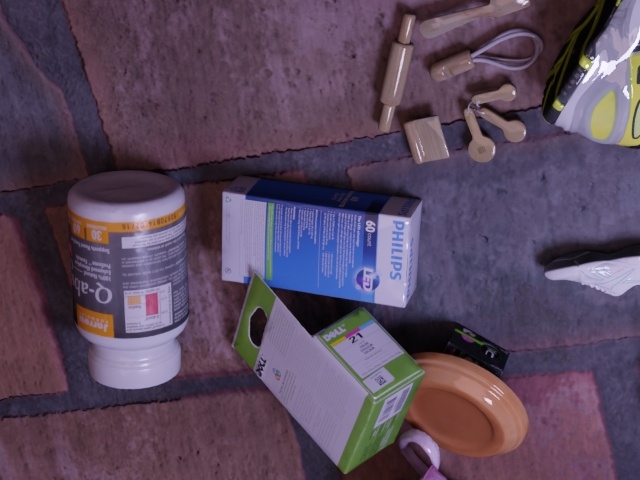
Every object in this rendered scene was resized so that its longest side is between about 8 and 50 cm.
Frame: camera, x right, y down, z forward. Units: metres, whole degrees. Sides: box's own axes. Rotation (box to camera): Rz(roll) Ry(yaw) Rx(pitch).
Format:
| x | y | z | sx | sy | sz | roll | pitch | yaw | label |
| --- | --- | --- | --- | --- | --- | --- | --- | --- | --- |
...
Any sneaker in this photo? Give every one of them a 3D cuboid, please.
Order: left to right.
| x | y | z | sx | sy | sz | roll | pitch | yaw | label |
| --- | --- | --- | --- | --- | --- | --- | --- | --- | --- |
| 0.366 | 0.045 | 1.860 | 0.152 | 0.053 | 0.061 | -5 | 112 | 18 | sneaker |
| 0.412 | -0.277 | 1.688 | 0.147 | 0.145 | 0.384 | 25 | 124 | -9 | sneaker |

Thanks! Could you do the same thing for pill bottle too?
| x | y | z | sx | sy | sz | roll | pitch | yaw | label |
| --- | --- | --- | --- | --- | --- | --- | --- | --- | --- |
| -0.264 | 0.054 | 1.997 | 0.162 | 0.162 | 0.278 | 6 | 112 | 15 | pill bottle |

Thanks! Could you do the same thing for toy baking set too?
| x | y | z | sx | sy | sz | roll | pitch | yaw | label |
| --- | --- | --- | --- | --- | --- | --- | --- | --- | --- |
| 0.178 | -0.213 | 1.832 | 0.197 | 0.030 | 0.256 | 12 | 114 | 9 | toy baking set |

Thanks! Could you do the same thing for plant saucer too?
| x | y | z | sx | sy | sz | roll | pitch | yaw | label |
| --- | --- | --- | --- | --- | --- | --- | --- | --- | --- |
| 0.183 | 0.231 | 1.950 | 0.200 | 0.037 | 0.200 | 20 | 143 | 16 | plant saucer |

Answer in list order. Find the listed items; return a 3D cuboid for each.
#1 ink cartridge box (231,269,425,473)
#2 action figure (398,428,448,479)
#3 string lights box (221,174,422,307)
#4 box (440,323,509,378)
| x | y | z | sx | sy | sz | roll | pitch | yaw | label |
| --- | --- | --- | --- | --- | --- | --- | --- | --- | --- |
| 0.004 | 0.162 | 1.966 | 0.255 | 0.097 | 0.188 | 47 | 145 | 23 | ink cartridge box |
| 0.251 | 0.451 | 2.023 | 0.370 | 0.248 | 0.275 | 13 | 72 | -2 | action figure |
| 0.000 | 0.000 | 1.941 | 0.260 | 0.077 | 0.133 | 9 | 114 | 14 | string lights box |
| 0.205 | 0.163 | 1.951 | 0.083 | 0.062 | 0.052 | 30 | 118 | 3 | box |
